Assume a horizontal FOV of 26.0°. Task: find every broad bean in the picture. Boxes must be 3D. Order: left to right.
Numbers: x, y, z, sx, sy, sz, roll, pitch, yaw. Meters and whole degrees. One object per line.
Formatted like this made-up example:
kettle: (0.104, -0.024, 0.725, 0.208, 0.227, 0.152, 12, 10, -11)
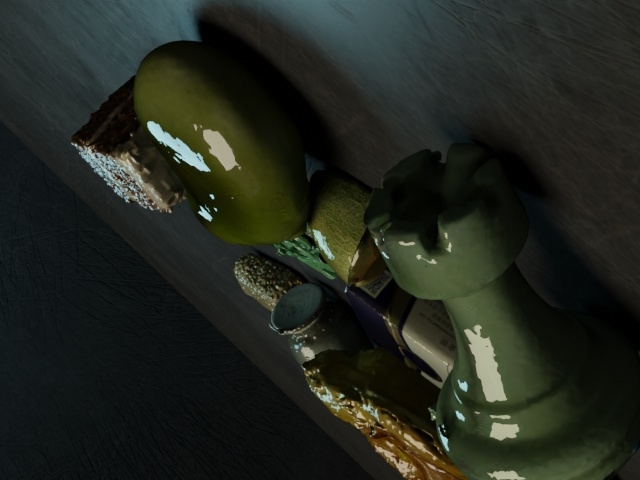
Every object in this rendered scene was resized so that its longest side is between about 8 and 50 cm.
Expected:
broad bean: (-0.100, -0.097, 1.462, 0.238, 0.119, 0.291, 45, 166, 23)

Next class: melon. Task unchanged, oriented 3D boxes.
melon: (0.022, -0.012, 1.529, 0.128, 0.079, 0.160, 41, 171, 18)

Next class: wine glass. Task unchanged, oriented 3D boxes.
wine glass: (0.015, 0.160, 2.124, 0.204, 0.111, 0.111, 49, 166, -33)

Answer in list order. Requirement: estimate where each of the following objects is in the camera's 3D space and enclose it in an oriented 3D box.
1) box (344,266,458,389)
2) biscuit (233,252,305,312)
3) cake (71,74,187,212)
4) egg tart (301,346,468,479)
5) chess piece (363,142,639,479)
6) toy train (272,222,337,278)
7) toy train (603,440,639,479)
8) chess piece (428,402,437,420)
box: (0.155, 0.133, 1.662, 0.259, 0.071, 0.168, 34, 167, 26)
biscuit: (-0.077, 0.074, 2.219, 0.168, 0.070, 0.082, 28, 155, 55)
cake: (-0.213, -0.121, 1.759, 0.147, 0.135, 0.134, 21, 157, 47)
egg tart: (0.159, 0.269, 1.964, 0.339, 0.153, 0.351, 46, 168, -26)
chess piece: (0.150, 0.063, 1.181, 0.194, 0.194, 0.299, 26, 153, 52)
toy train: (0.000, 0.000, 1.675, 0.105, 0.071, 0.178, 34, 171, -6)
toy train: (0.273, 0.182, 1.473, 0.099, 0.072, 0.188, 40, 171, 44)
chess piece: (0.172, 0.195, 1.790, 0.042, 0.093, 0.042, 40, 168, 10)
